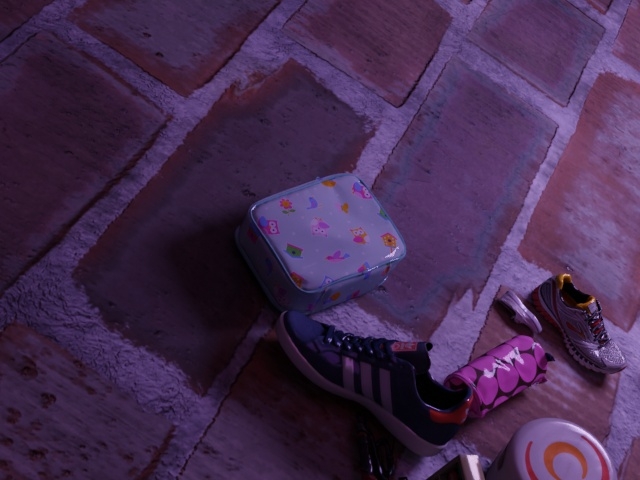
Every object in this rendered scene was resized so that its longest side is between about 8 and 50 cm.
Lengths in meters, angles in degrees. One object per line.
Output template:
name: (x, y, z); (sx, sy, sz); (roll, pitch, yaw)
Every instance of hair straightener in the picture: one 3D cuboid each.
hair straightener: (0.095, 0.376, 1.626); (0.089, 0.047, 0.231); (22, 41, -35)

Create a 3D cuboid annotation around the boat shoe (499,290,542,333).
boat shoe: (0.381, 0.143, 1.946); (0.035, 0.035, 0.100); (-37, 81, -13)

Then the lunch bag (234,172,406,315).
lunch bag: (0.000, 0.000, 1.800); (0.279, 0.108, 0.224); (-20, 64, -37)

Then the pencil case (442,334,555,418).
pencil case: (0.315, 0.244, 1.799); (0.209, 0.095, 0.098); (-21, 89, -35)

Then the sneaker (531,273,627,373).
sneaker: (0.506, 0.161, 1.954); (0.088, 0.093, 0.225); (-31, 75, -40)

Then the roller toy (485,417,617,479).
roller toy: (0.375, 0.402, 1.672); (0.191, 0.146, 0.209); (-1, 52, -17)

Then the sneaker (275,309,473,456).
sneaker: (0.096, 0.196, 1.658); (0.350, 0.148, 0.131); (35, 25, -6)

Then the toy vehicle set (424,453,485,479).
toy vehicle set: (0.214, 0.476, 1.520); (0.035, 0.166, 0.267); (5, 54, -25)
